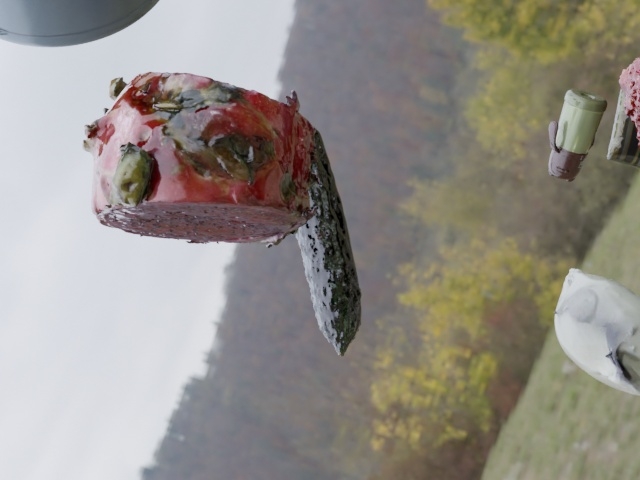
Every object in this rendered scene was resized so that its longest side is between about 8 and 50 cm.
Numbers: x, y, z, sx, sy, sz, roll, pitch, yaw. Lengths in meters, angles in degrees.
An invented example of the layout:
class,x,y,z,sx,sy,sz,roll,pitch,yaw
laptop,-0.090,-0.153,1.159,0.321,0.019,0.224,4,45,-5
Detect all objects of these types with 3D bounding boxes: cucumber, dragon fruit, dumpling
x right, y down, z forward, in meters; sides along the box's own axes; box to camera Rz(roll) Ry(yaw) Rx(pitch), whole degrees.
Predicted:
class,x,y,z,sx,sy,sz,roll,pitch,yaw
cucumber,0.002,0.000,1.612,0.072,0.072,0.300,95,161,-75
dragon fruit,-0.102,-0.079,1.157,0.282,0.211,0.147,14,-106,-61
dumpling,0.298,0.099,1.227,0.092,0.150,0.176,-65,26,-1

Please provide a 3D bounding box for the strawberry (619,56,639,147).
class,x,y,z,sx,sy,sz,roll,pitch,yaw
strawberry,0.415,-0.150,1.386,0.187,0.201,0.184,-50,-41,0

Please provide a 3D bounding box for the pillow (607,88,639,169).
class,x,y,z,sx,sy,sz,roll,pitch,yaw
pillow,0.433,-0.113,1.509,0.038,0.203,0.113,146,141,-67

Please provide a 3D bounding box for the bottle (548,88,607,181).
class,x,y,z,sx,sy,sz,roll,pitch,yaw
bottle,0.279,-0.115,1.418,0.047,0.063,0.101,-103,26,-65

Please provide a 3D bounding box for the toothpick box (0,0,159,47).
class,x,y,z,sx,sy,sz,roll,pitch,yaw
toothpick box,-0.253,-0.371,1.165,0.355,0.262,0.263,87,-161,-54
